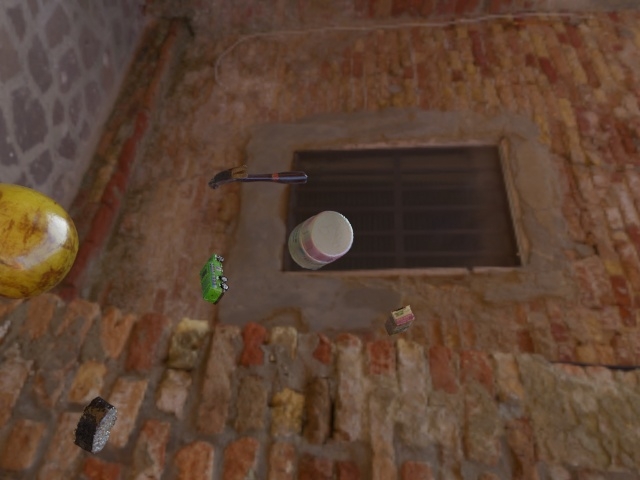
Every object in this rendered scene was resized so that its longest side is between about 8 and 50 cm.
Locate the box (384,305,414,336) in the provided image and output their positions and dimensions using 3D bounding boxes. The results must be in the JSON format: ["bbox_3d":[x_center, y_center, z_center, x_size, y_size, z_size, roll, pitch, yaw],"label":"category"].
[{"bbox_3d":[0.204,0.213,1.744,0.207,0.049,0.041,88,-20,-73],"label":"box"}]

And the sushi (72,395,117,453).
[{"bbox_3d":[-0.605,0.494,1.779,0.150,0.078,0.090,-67,166,21],"label":"sushi"}]

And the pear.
[{"bbox_3d":[-0.709,0.001,1.526,0.281,0.280,0.281,1,90,-87],"label":"pear"}]

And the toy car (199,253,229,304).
[{"bbox_3d":[-0.327,0.113,2.017,0.071,0.062,0.165,-50,-142,31],"label":"toy car"}]

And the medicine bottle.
[{"bbox_3d":[0.000,0.000,1.766,0.168,0.135,0.135,155,-60,-65],"label":"medicine bottle"}]

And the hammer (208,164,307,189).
[{"bbox_3d":[-0.161,-0.180,1.896,0.137,0.289,0.037,-18,-102,56],"label":"hammer"}]
